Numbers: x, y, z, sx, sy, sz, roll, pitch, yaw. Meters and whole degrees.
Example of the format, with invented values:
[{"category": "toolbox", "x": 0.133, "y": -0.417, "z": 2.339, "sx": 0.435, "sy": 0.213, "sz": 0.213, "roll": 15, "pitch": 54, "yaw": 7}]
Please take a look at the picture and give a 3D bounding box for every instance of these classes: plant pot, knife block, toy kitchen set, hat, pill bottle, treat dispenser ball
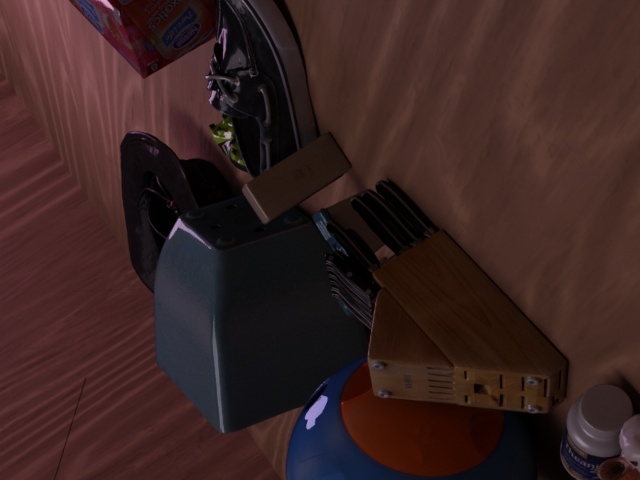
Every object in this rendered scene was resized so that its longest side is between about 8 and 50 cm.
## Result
[{"category": "plant pot", "x": -0.094, "y": 0.077, "z": 2.028, "sx": 0.247, "sy": 0.248, "sz": 0.252, "roll": 38, "pitch": 140, "yaw": 53}, {"category": "knife block", "x": 0.135, "y": 0.052, "z": 1.559, "sx": 0.276, "sy": 0.242, "sz": 0.088, "roll": 5, "pitch": 148, "yaw": 11}, {"category": "toy kitchen set", "x": 0.000, "y": 0.000, "z": 1.765, "sx": 0.207, "sy": 0.122, "sz": 0.166, "roll": 57, "pitch": 166, "yaw": 1}, {"category": "hat", "x": -0.211, "y": -0.036, "z": 2.359, "sx": 0.331, "sy": 0.134, "sz": 0.331, "roll": 36, "pitch": 137, "yaw": 43}, {"category": "pill bottle", "x": 0.269, "y": 0.185, "z": 1.388, "sx": 0.067, "sy": 0.067, "sz": 0.120, "roll": 50, "pitch": 164, "yaw": 26}, {"category": "treat dispenser ball", "x": 0.104, "y": 0.267, "z": 1.656, "sx": 0.288, "sy": 0.288, "sz": 0.288, "roll": 52, "pitch": 165, "yaw": 20}]

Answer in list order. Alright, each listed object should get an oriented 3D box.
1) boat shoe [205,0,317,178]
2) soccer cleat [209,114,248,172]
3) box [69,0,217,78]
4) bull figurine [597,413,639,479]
[{"category": "boat shoe", "x": -0.084, "y": -0.188, "z": 1.681, "sx": 0.108, "sy": 0.102, "sz": 0.301, "roll": 46, "pitch": 162, "yaw": 36}, {"category": "soccer cleat", "x": -0.099, "y": -0.123, "z": 1.977, "sx": 0.072, "sy": 0.060, "sz": 0.179, "roll": 54, "pitch": 175, "yaw": -29}, {"category": "box", "x": -0.252, "y": -0.341, "z": 1.857, "sx": 0.257, "sy": 0.128, "sz": 0.122, "roll": 45, "pitch": 161, "yaw": 37}, {"category": "bull figurine", "x": 0.313, "y": 0.268, "z": 1.324, "sx": 0.188, "sy": 0.101, "sz": 0.310, "roll": 53, "pitch": 159, "yaw": 15}]
